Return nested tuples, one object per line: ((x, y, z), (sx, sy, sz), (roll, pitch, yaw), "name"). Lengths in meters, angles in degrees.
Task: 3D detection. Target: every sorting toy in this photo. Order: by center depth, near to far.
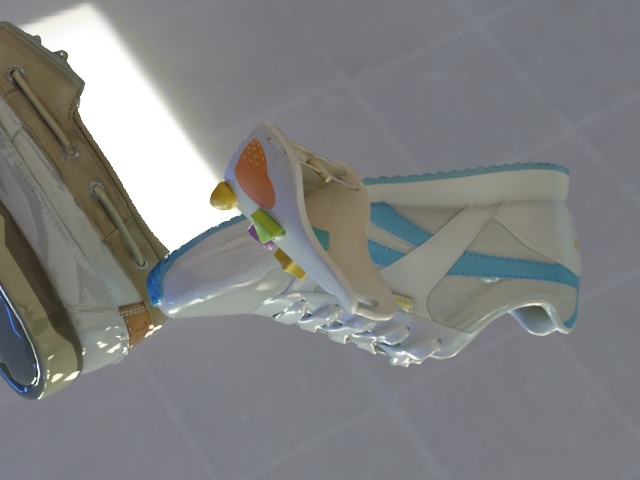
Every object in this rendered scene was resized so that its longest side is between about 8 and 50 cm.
((0.000, 0.000, 0.641), (0.045, 0.083, 0.075), (-42, -111, 11), "sorting toy")

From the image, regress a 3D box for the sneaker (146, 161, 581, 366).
((0.028, 0.019, 0.813), (0.228, 0.087, 0.092), (-8, -96, -15), "sneaker")

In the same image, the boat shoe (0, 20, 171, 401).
((-0.185, -0.065, 0.903), (0.103, 0.113, 0.302), (-26, -91, -31), "boat shoe")
